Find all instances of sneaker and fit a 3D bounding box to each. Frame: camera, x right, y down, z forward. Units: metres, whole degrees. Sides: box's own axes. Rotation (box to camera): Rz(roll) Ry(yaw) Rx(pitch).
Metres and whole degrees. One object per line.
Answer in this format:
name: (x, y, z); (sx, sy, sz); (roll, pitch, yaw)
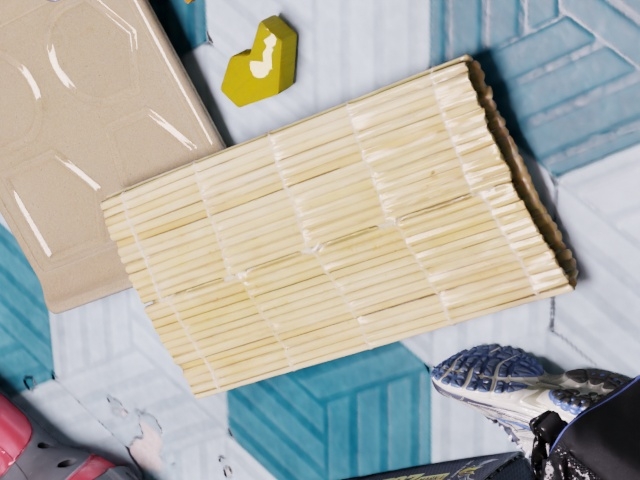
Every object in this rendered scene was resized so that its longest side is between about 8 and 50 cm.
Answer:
sneaker: (0.123, 0.104, 1.099); (0.135, 0.052, 0.058); (14, 123, 36)

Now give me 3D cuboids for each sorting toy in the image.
sorting toy: (-0.125, -0.092, 1.230); (0.307, 0.041, 0.229); (-19, 99, 38)

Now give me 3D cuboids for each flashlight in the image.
flashlight: (-0.255, 0.145, 1.404); (0.304, 0.103, 0.103); (39, 132, 19)

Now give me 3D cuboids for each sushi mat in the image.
sushi mat: (0.000, 0.000, 1.148); (0.316, 0.019, 0.151); (-19, 101, 38)

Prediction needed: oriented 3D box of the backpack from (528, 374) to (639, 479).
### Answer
backpack: (0.180, 0.159, 1.002); (0.117, 0.158, 0.173); (37, 133, 31)

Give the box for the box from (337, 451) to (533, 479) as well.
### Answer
box: (0.088, 0.262, 1.197); (0.183, 0.059, 0.233); (-17, 98, 44)
